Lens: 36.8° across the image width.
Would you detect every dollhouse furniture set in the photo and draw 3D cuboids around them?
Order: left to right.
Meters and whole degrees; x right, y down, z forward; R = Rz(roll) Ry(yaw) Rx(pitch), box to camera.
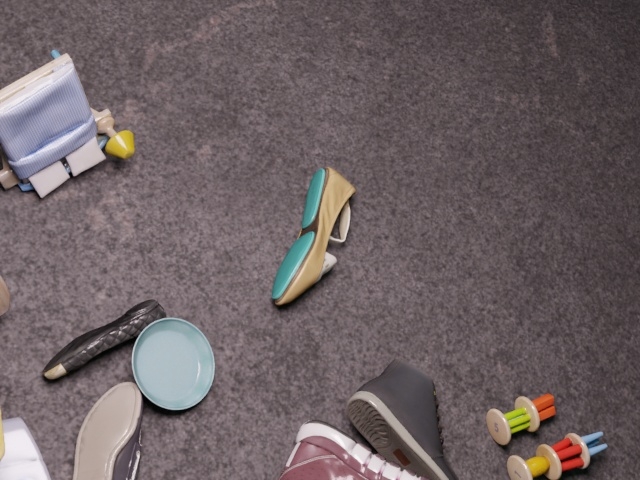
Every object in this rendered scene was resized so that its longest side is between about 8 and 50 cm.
[{"bbox_3d":[-0.357,-0.091,1.161,0.303,0.286,0.198,-34,71,-16],"label":"dollhouse furniture set"}]

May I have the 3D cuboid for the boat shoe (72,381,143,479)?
[{"bbox_3d":[-0.256,0.273,1.175,0.075,0.065,0.206,-6,50,19],"label":"boat shoe"}]

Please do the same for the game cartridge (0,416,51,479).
[{"bbox_3d":[-0.391,0.356,1.089,0.198,0.062,0.297,-10,69,-17],"label":"game cartridge"}]

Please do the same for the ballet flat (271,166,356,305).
[{"bbox_3d":[0.000,0.000,1.366,0.073,0.080,0.232,30,61,-20],"label":"ballet flat"}]

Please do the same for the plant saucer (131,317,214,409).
[{"bbox_3d":[-0.193,0.160,1.242,0.119,0.021,0.119,13,68,-34],"label":"plant saucer"}]

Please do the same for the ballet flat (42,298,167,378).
[{"bbox_3d":[-0.272,0.133,1.230,0.173,0.057,0.049,-29,109,-23],"label":"ballet flat"}]

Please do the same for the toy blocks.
[{"bbox_3d":[0.322,0.271,1.349,0.148,0.054,0.123,-15,72,-23],"label":"toy blocks"}]

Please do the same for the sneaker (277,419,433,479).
[{"bbox_3d":[0.060,0.353,1.186,0.281,0.106,0.162,24,69,27],"label":"sneaker"}]

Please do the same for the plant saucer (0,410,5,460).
[{"bbox_3d":[-0.514,0.208,1.019,0.333,0.333,0.081,-5,110,-20],"label":"plant saucer"}]

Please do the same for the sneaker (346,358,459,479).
[{"bbox_3d":[0.143,0.264,1.282,0.222,0.083,0.118,53,47,0],"label":"sneaker"}]
